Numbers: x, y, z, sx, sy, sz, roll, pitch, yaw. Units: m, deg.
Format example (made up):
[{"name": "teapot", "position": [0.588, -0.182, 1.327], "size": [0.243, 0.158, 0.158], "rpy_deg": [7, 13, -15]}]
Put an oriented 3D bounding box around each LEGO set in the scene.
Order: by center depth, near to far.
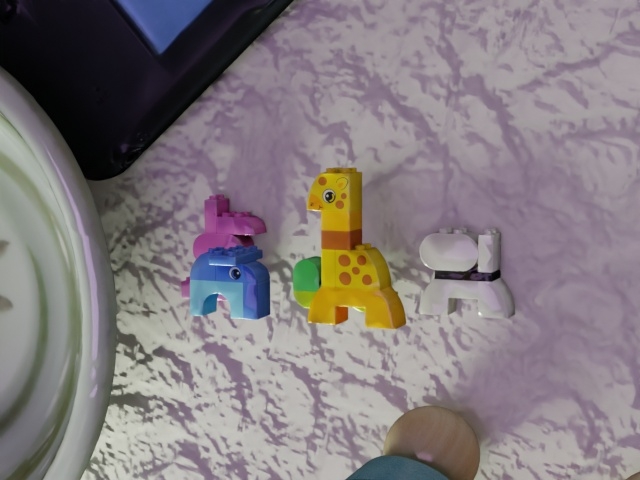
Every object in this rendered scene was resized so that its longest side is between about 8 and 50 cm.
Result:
[{"name": "LEGO set", "position": [0.000, 0.000, 0.735], "size": [0.227, 0.087, 0.093], "rpy_deg": [2, 97, 23]}]

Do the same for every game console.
[{"name": "game console", "position": [-0.128, -0.281, 0.777], "size": [0.386, 0.060, 0.342], "rpy_deg": [-42, 78, 23]}]

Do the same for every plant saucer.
[{"name": "plant saucer", "position": [-0.297, 0.042, 0.866], "size": [0.401, 0.100, 0.400], "rpy_deg": [3, 96, 25]}]

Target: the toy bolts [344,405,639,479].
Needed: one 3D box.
[{"name": "toy bolts", "position": [0.110, 0.206, 0.711], "size": [0.229, 0.158, 0.218], "rpy_deg": [23, 145, 10]}]
